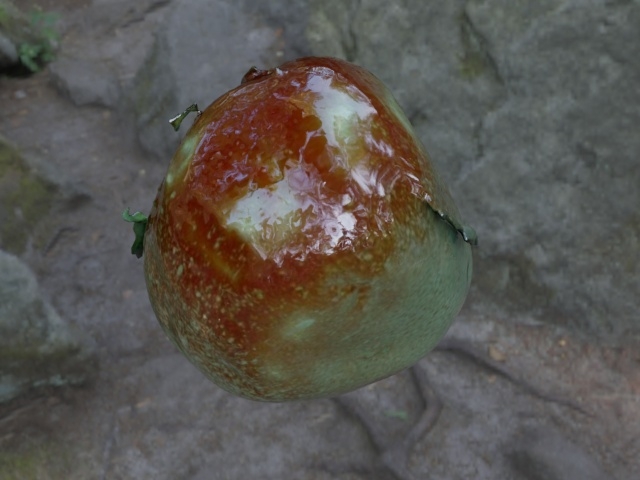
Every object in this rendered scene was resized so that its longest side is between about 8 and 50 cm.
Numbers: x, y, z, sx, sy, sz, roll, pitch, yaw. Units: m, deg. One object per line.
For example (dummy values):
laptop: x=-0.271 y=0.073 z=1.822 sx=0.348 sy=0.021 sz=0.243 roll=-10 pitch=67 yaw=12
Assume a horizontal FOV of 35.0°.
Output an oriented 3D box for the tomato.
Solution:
tomato: x=0.000 y=0.000 z=0.881 sx=0.303 sy=0.303 sz=0.239 roll=-26 pitch=53 yaw=-27
